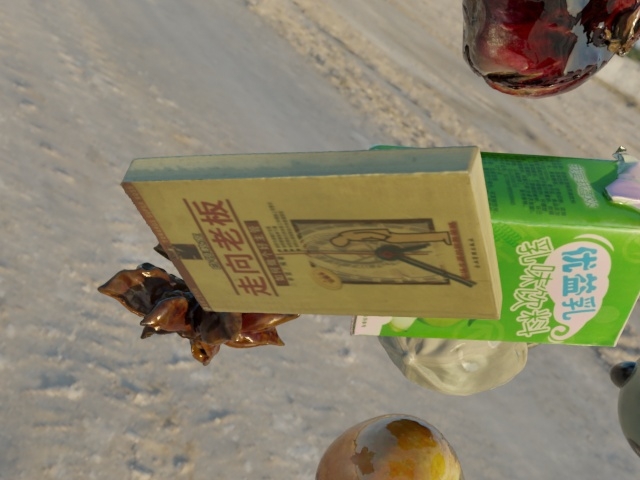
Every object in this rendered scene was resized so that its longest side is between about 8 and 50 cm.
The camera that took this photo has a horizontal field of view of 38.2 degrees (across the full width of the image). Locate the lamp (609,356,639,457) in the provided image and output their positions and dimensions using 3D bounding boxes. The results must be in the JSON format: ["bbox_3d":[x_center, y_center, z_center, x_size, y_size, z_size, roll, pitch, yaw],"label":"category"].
[{"bbox_3d":[0.483,0.232,1.150,0.244,0.197,0.198,51,11,-23],"label":"lamp"}]

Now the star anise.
[{"bbox_3d":[-0.126,0.081,1.041,0.196,0.111,0.212,7,-24,41],"label":"star anise"}]

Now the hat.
[{"bbox_3d":[0.182,0.061,1.123,0.232,0.275,0.161,37,18,13],"label":"hat"}]

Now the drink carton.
[{"bbox_3d":[0.157,0.002,0.847,0.271,0.161,0.108,3,43,-5],"label":"drink carton"}]

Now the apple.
[{"bbox_3d":[0.083,0.333,1.122,0.210,0.173,0.235,55,35,-44],"label":"apple"}]

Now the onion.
[{"bbox_3d":[0.294,-0.310,1.080,0.232,0.314,0.314,30,14,34],"label":"onion"}]

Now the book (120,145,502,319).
[{"bbox_3d":[0.000,0.000,0.626,0.230,0.161,0.026,0,52,18],"label":"book"}]
